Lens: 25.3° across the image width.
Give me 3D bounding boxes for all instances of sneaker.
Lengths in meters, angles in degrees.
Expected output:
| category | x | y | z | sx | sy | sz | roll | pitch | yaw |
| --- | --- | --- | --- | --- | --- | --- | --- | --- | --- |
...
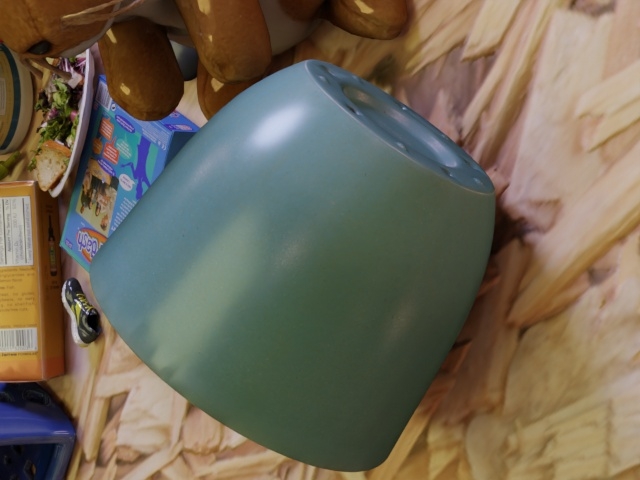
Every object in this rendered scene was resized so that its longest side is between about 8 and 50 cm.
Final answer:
| category | x | y | z | sx | sy | sz | roll | pitch | yaw |
| --- | --- | --- | --- | --- | --- | --- | --- | --- | --- |
| sneaker | -0.272 | 0.080 | 1.651 | 0.035 | 0.031 | 0.083 | -25 | 76 | 33 |

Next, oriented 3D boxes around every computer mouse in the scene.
| category | x | y | z | sx | sy | sz | roll | pitch | yaw |
| --- | --- | --- | --- | --- | --- | --- | --- | --- | --- |
| computer mouse | -0.184 | -0.263 | 1.520 | 0.071 | 0.041 | 0.242 | -56 | 51 | 35 |

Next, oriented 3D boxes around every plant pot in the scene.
| category | x | y | z | sx | sy | sz | roll | pitch | yaw |
| --- | --- | --- | --- | --- | --- | --- | --- | --- | --- |
| plant pot | 0.000 | 0.000 | 1.143 | 0.235 | 0.293 | 0.293 | -56 | 51 | 17 |
| plant pot | -0.462 | 0.253 | 1.732 | 0.212 | 0.236 | 0.236 | 53 | 129 | 43 |

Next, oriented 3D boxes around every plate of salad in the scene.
| category | x | y | z | sx | sy | sz | roll | pitch | yaw |
| --- | --- | --- | --- | --- | --- | --- | --- | --- | --- |
| plate of salad | -0.296 | -0.149 | 1.613 | 0.200 | 0.048 | 0.200 | -171 | 90 | -70 |

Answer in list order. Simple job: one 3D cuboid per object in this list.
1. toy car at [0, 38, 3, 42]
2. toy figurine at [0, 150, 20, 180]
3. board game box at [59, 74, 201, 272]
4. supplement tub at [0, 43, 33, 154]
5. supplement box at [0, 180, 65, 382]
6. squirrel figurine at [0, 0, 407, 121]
| category | x | y | z | sx | sy | sz | roll | pitch | yaw |
| --- | --- | --- | --- | --- | --- | --- | --- | --- | --- |
| toy car | -0.428 | -0.303 | 1.668 | 0.238 | 0.219 | 0.210 | -26 | 72 | 48 |
| toy figurine | -0.474 | 0.057 | 1.841 | 0.362 | 0.191 | 0.217 | -19 | 107 | 41 |
| board game box | -0.207 | -0.053 | 1.551 | 0.160 | 0.047 | 0.210 | 38 | 118 | 42 |
| supplement tub | -0.466 | -0.175 | 1.731 | 0.144 | 0.199 | 0.144 | 3 | 93 | 49 |
| supplement box | -0.351 | 0.048 | 1.680 | 0.080 | 0.078 | 0.233 | -1 | 89 | 8 |
| squirrel figurine | -0.162 | -0.304 | 1.239 | 0.281 | 0.370 | 0.397 | -12 | 82 | 49 |
